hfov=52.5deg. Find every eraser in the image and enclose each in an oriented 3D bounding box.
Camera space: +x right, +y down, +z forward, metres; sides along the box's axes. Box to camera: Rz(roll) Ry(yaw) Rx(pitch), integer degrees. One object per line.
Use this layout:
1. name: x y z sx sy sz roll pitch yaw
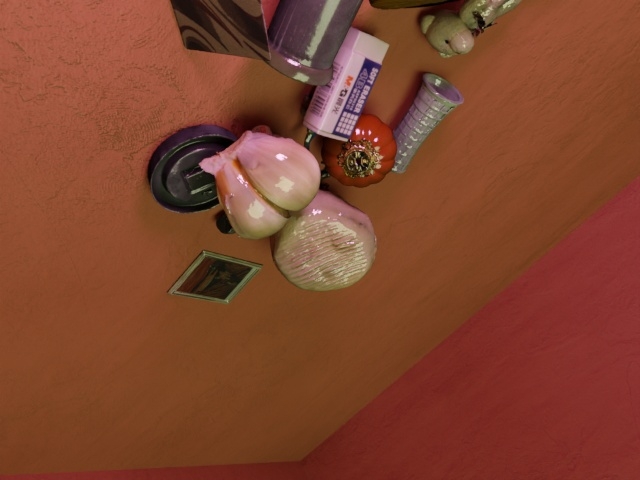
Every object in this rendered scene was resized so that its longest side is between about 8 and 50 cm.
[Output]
1. eraser: 0.066 -0.407 1.696 0.124 0.081 0.279 7 114 -44

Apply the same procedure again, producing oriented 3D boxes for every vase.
1. vase: 0.288 -0.344 1.965 0.143 0.143 0.299 1 137 -38

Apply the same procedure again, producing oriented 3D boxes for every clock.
1. clock: -0.331 -0.191 1.760 0.280 0.055 0.280 -21 145 -15

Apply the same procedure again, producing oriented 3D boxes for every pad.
1. pad: -0.225 -0.515 1.342 0.220 0.004 0.330 11 146 14

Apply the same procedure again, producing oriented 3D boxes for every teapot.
1. teapot: 0.019 -0.550 1.470 0.270 0.200 0.337 -31 156 -53

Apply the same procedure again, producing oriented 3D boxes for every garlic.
1. garlic: -0.145 -0.138 1.738 0.286 0.249 0.313 -45 134 -7

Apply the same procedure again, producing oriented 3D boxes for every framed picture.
1. framed picture: -0.351 0.133 2.190 0.273 0.016 0.216 17 124 -47

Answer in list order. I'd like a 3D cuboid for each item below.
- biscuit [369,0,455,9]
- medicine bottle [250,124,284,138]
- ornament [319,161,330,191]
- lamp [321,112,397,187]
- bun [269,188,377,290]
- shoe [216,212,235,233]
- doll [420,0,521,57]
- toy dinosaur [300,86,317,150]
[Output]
1. biscuit: 0.270 -0.595 1.528 0.318 0.318 0.040 -13 101 -24
2. medicine bottle: -0.140 -0.232 1.828 0.115 0.078 0.219 -17 146 4
3. ornament: 0.011 -0.196 2.035 0.073 0.028 0.125 -29 144 -2
4. lamp: 0.111 -0.261 1.881 0.223 0.196 0.223 2 116 4
5. bun: 0.000 0.000 2.056 0.362 0.234 0.326 36 105 -27
6. shoe: -0.224 -0.080 1.980 0.194 0.074 0.077 -30 168 -4
7. doll: 0.417 -0.584 1.716 0.278 0.149 0.175 -32 139 20
8. toy dinosaur: 0.040 -0.351 1.805 0.188 0.075 0.248 -2 115 -30
